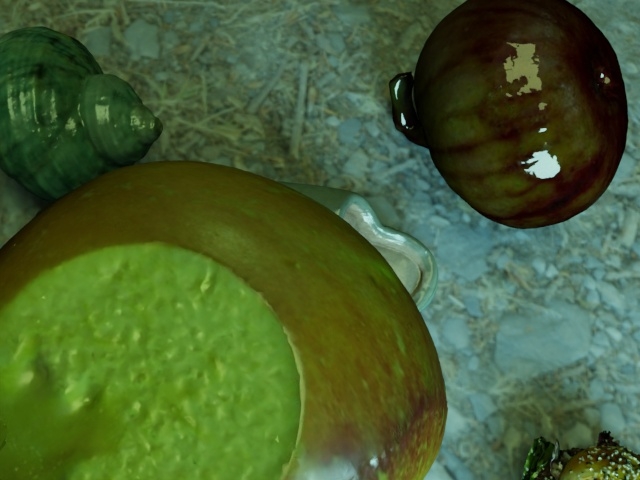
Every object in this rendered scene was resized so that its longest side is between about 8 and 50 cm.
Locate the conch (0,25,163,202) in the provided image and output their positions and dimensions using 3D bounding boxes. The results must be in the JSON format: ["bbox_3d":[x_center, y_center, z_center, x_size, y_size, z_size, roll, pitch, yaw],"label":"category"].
[{"bbox_3d":[-0.241,-0.122,0.979,0.188,0.122,0.176,35,40,1],"label":"conch"}]

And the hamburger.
[{"bbox_3d":[0.252,0.243,0.908,0.189,0.093,0.164,46,42,18],"label":"hamburger"}]

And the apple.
[{"bbox_3d":[-0.107,0.121,0.765,0.384,0.374,0.374,-35,76,-35],"label":"apple"}]

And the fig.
[{"bbox_3d":[0.195,-0.130,1.034,0.235,0.214,0.235,22,43,-23],"label":"fig"}]

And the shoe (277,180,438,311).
[{"bbox_3d":[0.000,0.000,0.984,0.251,0.100,0.103,18,64,-6],"label":"shoe"}]
